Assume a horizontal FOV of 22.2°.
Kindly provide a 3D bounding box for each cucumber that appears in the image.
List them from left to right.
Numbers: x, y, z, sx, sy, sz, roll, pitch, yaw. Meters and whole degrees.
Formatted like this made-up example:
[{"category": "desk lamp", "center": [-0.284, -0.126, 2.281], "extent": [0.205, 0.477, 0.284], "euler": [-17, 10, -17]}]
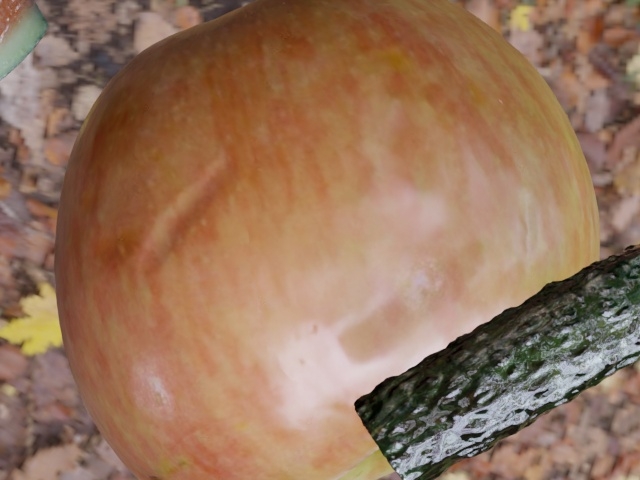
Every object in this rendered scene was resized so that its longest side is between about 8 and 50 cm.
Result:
[{"category": "cucumber", "center": [0.158, 0.042, 0.901], "extent": [0.293, 0.067, 0.067], "euler": [-29, 114, -3]}]

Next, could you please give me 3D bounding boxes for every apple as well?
[{"category": "apple", "center": [0.000, 0.000, 1.160], "extent": [0.391, 0.391, 0.346], "euler": [-13, 75, -32]}]

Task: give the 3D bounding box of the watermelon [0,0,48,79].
[{"category": "watermelon", "center": [-0.302, -0.226, 1.155], "extent": [0.148, 0.226, 0.318], "euler": [-15, 65, -24]}]
